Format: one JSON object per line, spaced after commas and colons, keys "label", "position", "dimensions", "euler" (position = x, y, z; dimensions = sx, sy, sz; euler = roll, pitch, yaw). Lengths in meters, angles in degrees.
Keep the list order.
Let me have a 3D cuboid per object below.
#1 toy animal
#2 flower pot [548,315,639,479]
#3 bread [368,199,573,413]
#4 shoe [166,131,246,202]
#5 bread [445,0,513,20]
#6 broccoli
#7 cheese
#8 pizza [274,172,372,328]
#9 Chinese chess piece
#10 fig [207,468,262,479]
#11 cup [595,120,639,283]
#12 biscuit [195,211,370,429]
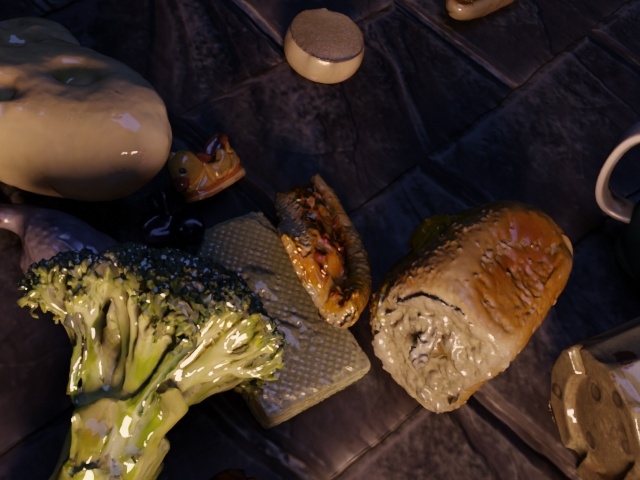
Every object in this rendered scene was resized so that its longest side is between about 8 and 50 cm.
{"label": "toy animal", "position": [-0.292, 0.005, 1.058], "dimensions": [0.324, 0.090, 0.195], "euler": [6, 37, -17]}
{"label": "flower pot", "position": [0.417, 0.174, 1.062], "dimensions": [0.259, 0.290, 0.290], "euler": [-13, 58, -15]}
{"label": "bread", "position": [0.159, 0.063, 1.094], "dimensions": [0.176, 0.195, 0.246], "euler": [40, 51, 9]}
{"label": "shoe", "position": [-0.147, -0.092, 1.197], "dimensions": [0.109, 0.072, 0.069], "euler": [-24, 102, -27]}
{"label": "bread", "position": [0.274, -0.413, 1.598], "dimensions": [0.214, 0.053, 0.073], "euler": [-32, 72, -38]}
{"label": "broccoli", "position": [-0.199, 0.161, 0.865], "dimensions": [0.221, 0.252, 0.361], "euler": [9, 48, 34]}
{"label": "cheese", "position": [-0.373, -0.135, 1.052], "dimensions": [0.328, 0.130, 0.351], "euler": [-19, 43, -37]}
{"label": "pizza", "position": [0.004, 0.001, 1.142], "dimensions": [0.134, 0.056, 0.271], "euler": [41, 23, -23]}
{"label": "Chinese chess piece", "position": [0.005, -0.289, 1.414], "dimensions": [0.122, 0.051, 0.122], "euler": [8, 53, -11]}
{"label": "fig", "position": [-0.064, 0.298, 0.850], "dimensions": [0.205, 0.205, 0.205], "euler": [9, 51, -12]}
{"label": "cup", "position": [0.508, -0.044, 1.252], "dimensions": [0.289, 0.258, 0.219], "euler": [30, 50, 7]}
{"label": "biscuit", "position": [-0.066, 0.080, 1.098], "dimensions": [0.150, 0.052, 0.252], "euler": [-21, 62, -30]}
